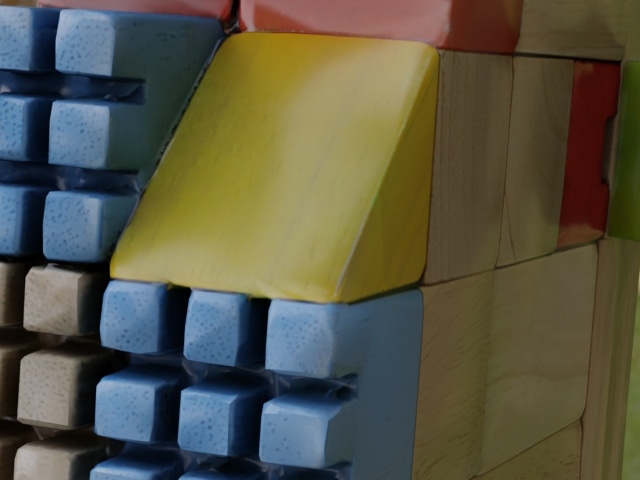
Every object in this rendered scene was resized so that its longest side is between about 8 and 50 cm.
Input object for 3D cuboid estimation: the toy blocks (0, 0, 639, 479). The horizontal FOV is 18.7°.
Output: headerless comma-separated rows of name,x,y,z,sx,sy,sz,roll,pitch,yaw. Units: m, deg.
toy blocks,0.000,0.000,0.462,0.261,0.191,0.381,-9,-75,-66
